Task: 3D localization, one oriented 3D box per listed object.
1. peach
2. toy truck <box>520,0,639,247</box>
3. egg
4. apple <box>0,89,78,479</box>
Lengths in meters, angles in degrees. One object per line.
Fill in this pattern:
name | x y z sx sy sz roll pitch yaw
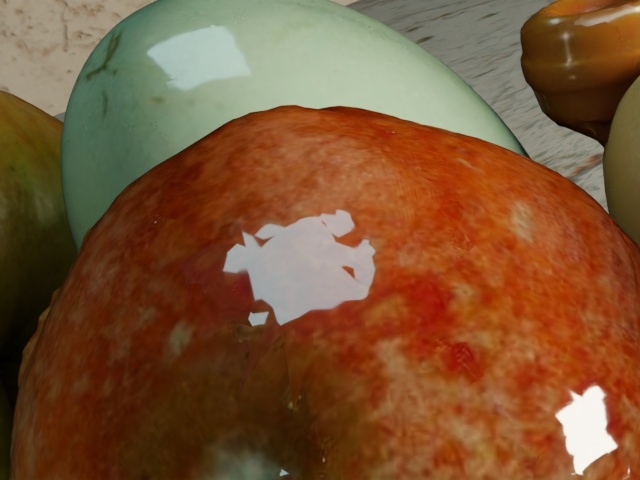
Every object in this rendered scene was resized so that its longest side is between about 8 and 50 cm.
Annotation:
peach | 0.019 0.086 0.507 0.232 0.232 0.256 -20 20 1
toy truck | 0.211 -0.035 0.724 0.212 0.204 0.288 -8 16 30
egg | 0.000 0.000 0.699 0.168 0.231 0.168 -39 20 17
apple | -0.192 0.064 0.771 0.233 0.286 0.286 -4 21 33
